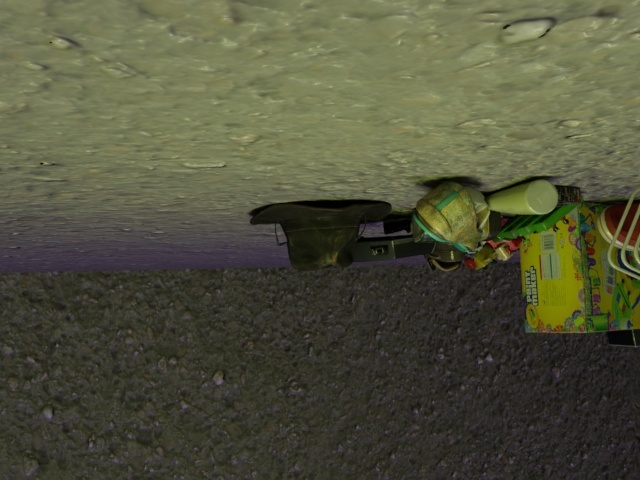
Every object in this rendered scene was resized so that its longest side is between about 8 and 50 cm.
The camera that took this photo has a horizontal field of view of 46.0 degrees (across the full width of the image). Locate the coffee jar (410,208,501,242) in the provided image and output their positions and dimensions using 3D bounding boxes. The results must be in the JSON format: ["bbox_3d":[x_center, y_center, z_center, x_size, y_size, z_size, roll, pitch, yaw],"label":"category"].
[{"bbox_3d":[0.296,-0.036,1.645,0.185,0.079,0.096,-1,172,-8],"label":"coffee jar"}]

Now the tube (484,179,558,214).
[{"bbox_3d":[0.365,-0.076,1.418,0.070,0.062,0.240,42,174,-5],"label":"tube"}]

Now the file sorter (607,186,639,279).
[{"bbox_3d":[0.657,-0.013,1.327,0.173,0.192,0.277,24,175,3],"label":"file sorter"}]

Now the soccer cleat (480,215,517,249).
[{"bbox_3d":[0.492,-0.012,1.906,0.248,0.095,0.083,2,173,-35],"label":"soccer cleat"}]

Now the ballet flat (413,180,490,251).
[{"bbox_3d":[0.261,-0.047,1.415,0.123,0.123,0.348,-4,175,17],"label":"ballet flat"}]

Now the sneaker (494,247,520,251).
[{"bbox_3d":[0.553,-0.006,2.124,0.106,0.078,0.234,-11,174,41],"label":"sneaker"}]

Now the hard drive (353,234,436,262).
[{"bbox_3d":[0.134,0.017,1.779,0.172,0.054,0.255,-8,-177,-40],"label":"hard drive"}]

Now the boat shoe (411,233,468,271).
[{"bbox_3d":[0.305,0.019,1.948,0.132,0.130,0.355,-3,175,4],"label":"boat shoe"}]

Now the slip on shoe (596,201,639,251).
[{"bbox_3d":[0.764,-0.047,1.660,0.332,0.123,0.101,-1,152,-11],"label":"slip on shoe"}]

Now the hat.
[{"bbox_3d":[0.000,0.000,1.616,0.332,0.133,0.331,-2,175,0],"label":"hat"}]

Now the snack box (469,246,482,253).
[{"bbox_3d":[0.532,0.015,2.391,0.322,0.060,0.187,-5,174,24],"label":"snack box"}]

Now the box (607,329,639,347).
[{"bbox_3d":[1.065,0.145,2.376,0.313,0.343,0.179,-7,175,-5],"label":"box"}]

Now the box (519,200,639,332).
[{"bbox_3d":[0.629,0.067,1.770,0.279,0.289,0.177,2,173,-34],"label":"box"}]

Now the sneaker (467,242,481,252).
[{"bbox_3d":[0.421,-0.004,2.107,0.075,0.063,0.170,-30,-179,15],"label":"sneaker"}]

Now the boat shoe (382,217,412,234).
[{"bbox_3d":[0.209,-0.036,1.816,0.125,0.038,0.046,-5,177,25],"label":"boat shoe"}]

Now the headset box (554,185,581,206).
[{"bbox_3d":[0.456,-0.084,1.456,0.083,0.032,0.062,3,172,-34],"label":"headset box"}]

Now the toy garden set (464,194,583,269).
[{"bbox_3d":[0.430,-0.006,1.609,0.204,0.049,0.244,-37,-178,-13],"label":"toy garden set"}]
